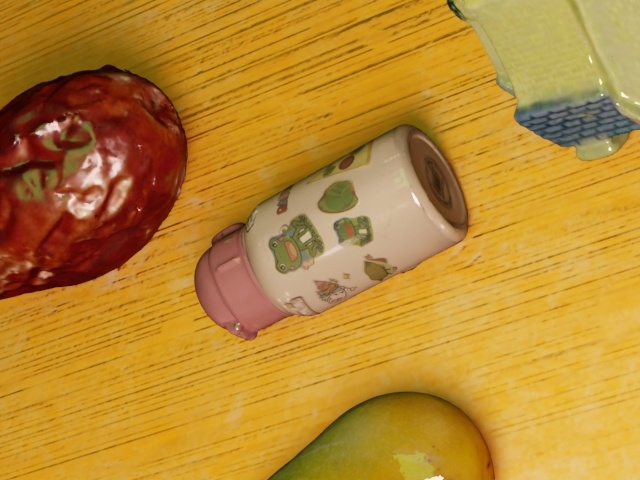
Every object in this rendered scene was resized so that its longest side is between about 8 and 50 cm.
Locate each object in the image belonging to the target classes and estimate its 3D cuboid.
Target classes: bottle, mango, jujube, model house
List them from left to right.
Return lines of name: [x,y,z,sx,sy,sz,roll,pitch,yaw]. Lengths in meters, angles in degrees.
jujube: [-0.259,-0.053,1.800,0.290,0.197,0.197,-36,58,28]
bottle: [0.000,0.000,1.656,0.253,0.120,0.120,-27,61,22]
mango: [0.033,0.224,1.561,0.251,0.114,0.156,-30,67,20]
model house: [0.248,-0.172,1.538,0.214,0.195,0.189,-17,103,35]
